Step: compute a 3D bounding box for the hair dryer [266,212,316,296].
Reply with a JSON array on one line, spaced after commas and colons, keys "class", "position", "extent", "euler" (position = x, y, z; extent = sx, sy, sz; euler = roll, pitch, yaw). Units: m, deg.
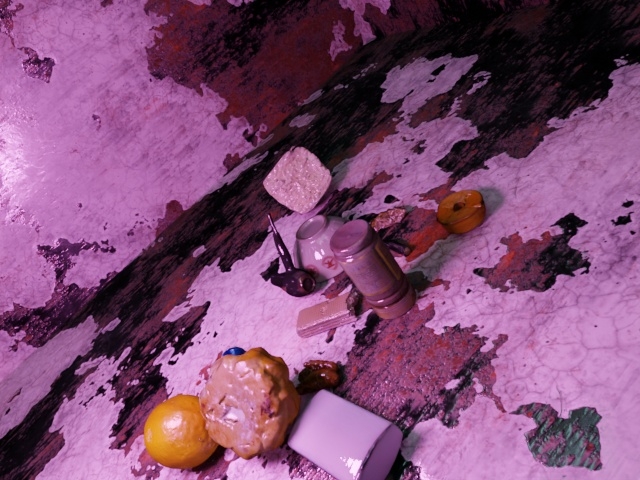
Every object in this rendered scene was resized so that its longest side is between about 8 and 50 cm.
[{"class": "hair dryer", "position": [-0.154, 0.052, 1.999], "extent": [0.120, 0.359, 0.304], "euler": [-26, 15, -24]}]

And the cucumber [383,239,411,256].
[{"class": "cucumber", "position": [0.273, 0.019, 1.888], "extent": [0.039, 0.043, 0.163], "euler": [-8, 21, -27]}]

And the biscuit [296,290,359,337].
[{"class": "biscuit", "position": [0.023, 0.258, 1.794], "extent": [0.239, 0.062, 0.108], "euler": [-23, 33, 23]}]

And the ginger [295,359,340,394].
[{"class": "ginger", "position": [-0.013, 0.417, 1.604], "extent": [0.162, 0.073, 0.103], "euler": [-24, 32, 23]}]

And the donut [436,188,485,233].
[{"class": "donut", "position": [0.489, -0.095, 1.779], "extent": [0.174, 0.074, 0.190], "euler": [-31, 27, 14]}]

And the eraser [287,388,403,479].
[{"class": "eraser", "position": [0.058, 0.524, 1.356], "extent": [0.290, 0.104, 0.189], "euler": [8, 58, 51]}]

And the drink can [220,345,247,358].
[{"class": "drink can", "position": [-0.286, 0.464, 1.785], "extent": [0.118, 0.118, 0.205], "euler": [-37, 29, 1]}]

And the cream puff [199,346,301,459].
[{"class": "cream puff", "position": [-0.184, 0.465, 1.534], "extent": [0.291, 0.257, 0.324], "euler": [29, 104, 21]}]

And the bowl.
[{"class": "bowl", "position": [0.000, 0.000, 2.079], "extent": [0.337, 0.157, 0.337], "euler": [-27, 31, 18]}]

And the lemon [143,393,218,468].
[{"class": "lemon", "position": [-0.438, 0.608, 1.639], "extent": [0.263, 0.236, 0.236], "euler": [-54, 18, 36]}]

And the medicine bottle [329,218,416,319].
[{"class": "medicine bottle", "position": [0.166, 0.092, 1.612], "extent": [0.151, 0.322, 0.151], "euler": [-26, 33, 18]}]

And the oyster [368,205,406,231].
[{"class": "oyster", "position": [0.263, -0.093, 2.036], "extent": [0.177, 0.056, 0.105], "euler": [-12, 31, 44]}]

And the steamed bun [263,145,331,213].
[{"class": "steamed bun", "position": [-0.084, -0.259, 2.472], "extent": [0.290, 0.273, 0.272], "euler": [-40, 73, 2]}]
